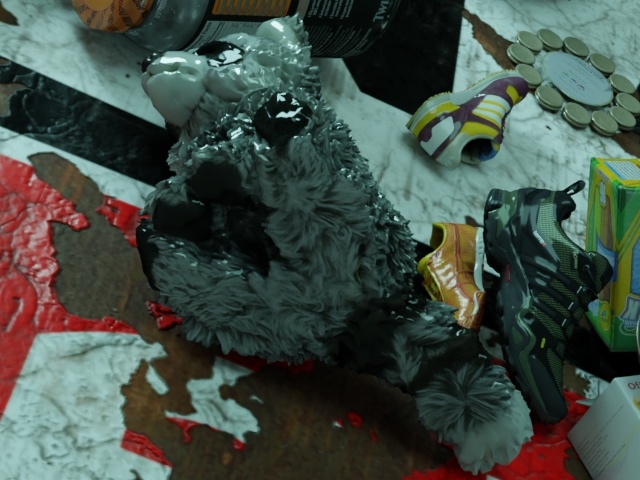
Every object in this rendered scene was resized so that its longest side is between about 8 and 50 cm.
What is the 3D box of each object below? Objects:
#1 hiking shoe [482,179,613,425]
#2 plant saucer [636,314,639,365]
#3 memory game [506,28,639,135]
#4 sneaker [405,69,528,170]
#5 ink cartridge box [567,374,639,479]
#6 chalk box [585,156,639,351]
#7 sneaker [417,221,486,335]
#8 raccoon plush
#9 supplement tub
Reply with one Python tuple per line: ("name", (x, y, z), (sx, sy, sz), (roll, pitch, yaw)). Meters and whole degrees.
("hiking shoe", (0.218, 0.055, 1.459), (0.114, 0.086, 0.226), (-9, 82, 4))
("plant saucer", (0.355, 0.119, 1.439), (0.168, 0.029, 0.168), (14, 50, -18))
("memory game", (0.310, -0.195, 1.923), (0.186, 0.012, 0.186), (18, 40, -15))
("sneaker", (0.176, -0.126, 1.726), (0.185, 0.069, 0.084), (-24, 72, -39))
("ink cartridge box", (0.303, 0.189, 1.440), (0.092, 0.090, 0.143), (-2, 50, -35))
("chalk box", (0.334, 0.034, 1.548), (0.132, 0.213, 0.132), (0, 14, -5))
("sneaker", (0.125, 0.049, 1.514), (0.067, 0.064, 0.175), (6, 36, 0))
("raccoon plush", (0.000, 0.000, 1.441), (0.446, 0.216, 0.299), (54, 19, -18))
("supplement tub", (-0.087, -0.285, 1.617), (0.316, 0.193, 0.193), (-2, 49, -35))
